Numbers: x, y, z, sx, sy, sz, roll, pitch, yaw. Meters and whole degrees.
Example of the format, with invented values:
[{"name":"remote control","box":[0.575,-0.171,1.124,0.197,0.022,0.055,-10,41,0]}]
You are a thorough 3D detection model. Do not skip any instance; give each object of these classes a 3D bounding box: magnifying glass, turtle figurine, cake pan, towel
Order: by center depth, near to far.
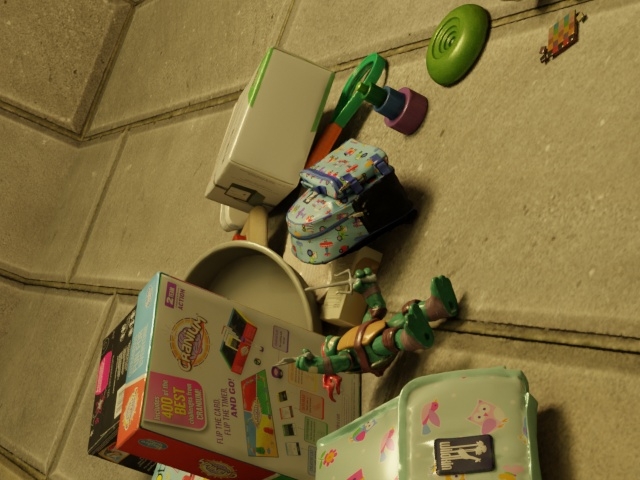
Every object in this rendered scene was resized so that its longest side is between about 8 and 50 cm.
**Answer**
[{"name":"turtle figurine","box":[0.057,0.116,1.619,0.234,0.118,0.175,-19,36,39]},{"name":"cake pan","box":[-0.109,0.146,1.894,0.293,0.054,0.293,-2,87,39]},{"name":"towel","box":[0.000,0.000,1.956,0.187,0.049,0.282,-28,44,54]},{"name":"magnifying glass","box":[0.037,-0.204,2.047,0.231,0.026,0.092,-59,19,-13]}]

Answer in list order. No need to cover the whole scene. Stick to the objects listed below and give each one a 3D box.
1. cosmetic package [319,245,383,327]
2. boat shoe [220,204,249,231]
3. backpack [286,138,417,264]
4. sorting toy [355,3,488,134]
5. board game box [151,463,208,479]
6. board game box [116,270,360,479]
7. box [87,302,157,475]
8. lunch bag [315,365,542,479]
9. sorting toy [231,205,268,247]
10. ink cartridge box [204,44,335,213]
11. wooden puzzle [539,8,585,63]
[{"name":"cosmetic package","box":[0.044,0.066,1.814,0.060,0.041,0.115,-4,65,62]},{"name":"boat shoe","box":[-0.151,-0.101,2.353,0.063,0.066,0.184,-27,54,54]},{"name":"backpack","box":[0.024,-0.048,1.793,0.173,0.117,0.158,-34,23,-8]},{"name":"sorting toy","box":[0.168,-0.321,1.804,0.365,0.126,0.127,-54,27,24]},{"name":"board game box","box":[-0.124,0.356,1.775,0.275,0.142,0.144,2,71,64]},{"name":"board game box","box":[-0.095,0.201,1.641,0.064,0.317,0.242,-45,31,41]},{"name":"box","box":[-0.298,0.257,2.228,0.163,0.142,0.247,-43,34,39]},{"name":"lunch bag","box":[0.121,0.272,1.333,0.262,0.160,0.223,-35,34,32]},{"name":"sorting toy","box":[-0.147,0.118,2.121,0.229,0.041,0.307,122,155,-44]},{"name":"ink cartridge box","box":[-0.091,-0.174,2.134,0.289,0.122,0.211,145,144,-74]},{"name":"wooden puzzle","box":[0.307,-0.261,1.607,0.083,0.006,0.049,-35,38,50]}]
